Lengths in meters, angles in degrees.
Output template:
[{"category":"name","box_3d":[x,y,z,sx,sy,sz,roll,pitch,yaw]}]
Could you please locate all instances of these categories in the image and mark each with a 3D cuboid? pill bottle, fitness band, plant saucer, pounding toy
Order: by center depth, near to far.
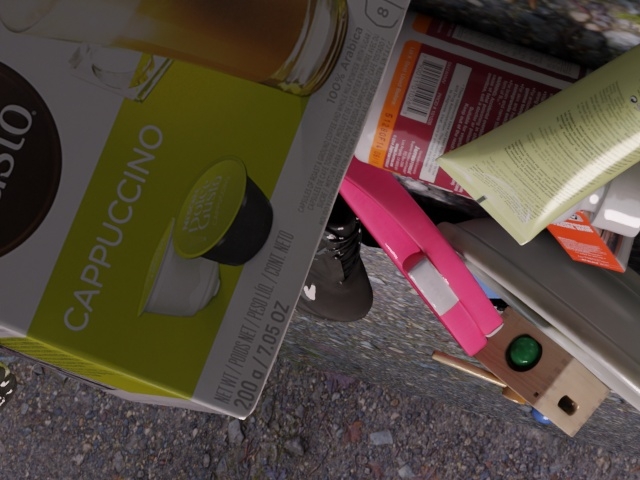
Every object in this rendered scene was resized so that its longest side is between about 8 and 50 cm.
[{"category":"pill bottle","box_3d":[0.145,-0.084,1.098,0.221,0.121,0.121,19,170,4]},{"category":"fitness band","box_3d":[0.097,0.006,1.549,0.291,0.054,0.209,52,180,-44]},{"category":"plant saucer","box_3d":[0.301,0.083,1.555,0.400,0.100,0.400,40,-179,-1]},{"category":"pounding toy","box_3d":[0.225,0.148,1.649,0.130,0.100,0.141,40,-179,41]}]

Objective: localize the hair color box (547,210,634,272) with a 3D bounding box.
[{"category":"hair color box","box_3d":[0.229,-0.043,1.235,0.053,0.093,0.167,13,169,28]}]

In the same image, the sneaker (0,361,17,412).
[{"category":"sneaker","box_3d":[-0.355,0.058,0.986,0.182,0.158,0.410,52,-175,26]}]

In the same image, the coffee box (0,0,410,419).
[{"category":"coffee box","box_3d":[-0.189,-0.087,1.087,0.334,0.337,0.338,24,170,-18]}]

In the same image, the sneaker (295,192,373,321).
[{"category":"sneaker","box_3d":[0.000,0.000,1.719,0.130,0.109,0.286,1,142,37]}]

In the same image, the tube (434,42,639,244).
[{"category":"tube","box_3d":[0.182,-0.075,0.979,0.062,0.070,0.240,-3,158,-40]}]

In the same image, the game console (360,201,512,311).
[{"category":"game console","box_3d":[0.172,0.023,1.843,0.213,0.044,0.361,10,166,45]}]
